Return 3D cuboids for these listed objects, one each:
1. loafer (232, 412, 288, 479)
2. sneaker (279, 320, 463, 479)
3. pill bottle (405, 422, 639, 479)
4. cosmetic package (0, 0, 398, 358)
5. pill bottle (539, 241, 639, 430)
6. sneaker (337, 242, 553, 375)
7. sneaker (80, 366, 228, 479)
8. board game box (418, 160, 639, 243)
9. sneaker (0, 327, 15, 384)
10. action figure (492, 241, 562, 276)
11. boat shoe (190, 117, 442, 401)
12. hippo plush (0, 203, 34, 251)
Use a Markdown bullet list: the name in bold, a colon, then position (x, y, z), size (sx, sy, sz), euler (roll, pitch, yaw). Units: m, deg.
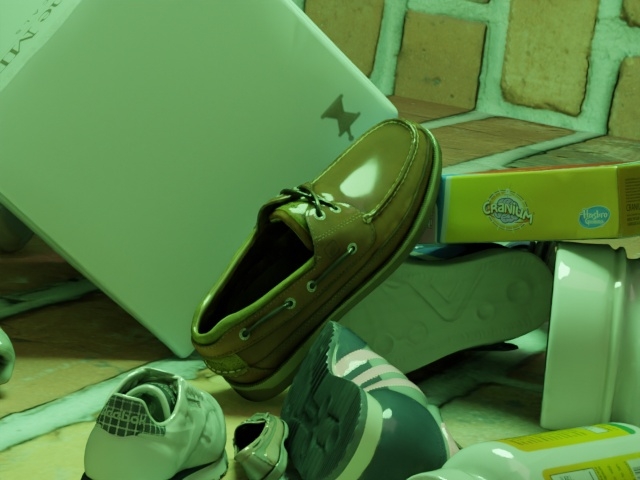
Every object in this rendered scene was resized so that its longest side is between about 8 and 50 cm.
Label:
- **loafer**: position (-0.052, 0.161, 1.598), size (0.039, 0.045, 0.125), euler (44, 7, -14)
- **sneaker**: position (0.046, 0.157, 1.624), size (0.131, 0.112, 0.319), euler (26, 9, -11)
- **pill bottle**: position (0.151, 0.196, 1.405), size (0.208, 0.118, 0.117), euler (-4, 16, -42)
- **cosmetic package**: position (-0.198, -0.145, 2.013), size (0.327, 0.329, 0.393), euler (44, -6, -26)
- **pill bottle**: position (0.383, 0.102, 1.760), size (0.361, 0.204, 0.204), euler (5, 12, 6)
- **sneaker**: position (0.058, 0.067, 2.004), size (0.322, 0.130, 0.236), euler (-7, 1, -18)
- **sneaker**: position (-0.121, 0.142, 1.555), size (0.090, 0.095, 0.235), euler (7, 10, 9)
- **board game box**: position (0.228, -0.038, 1.886), size (0.316, 0.064, 0.242), euler (-2, 3, 44)
- **sneaker**: position (-0.378, 0.086, 1.675), size (0.262, 0.099, 0.121), euler (-3, 20, -36)
- **action figure**: position (0.263, 0.048, 2.117), size (0.185, 0.099, 0.285), euler (45, -8, -30)
- **boat shoe**: position (0.000, 0.000, 1.793), size (0.110, 0.307, 0.104), euler (19, -22, 43)
- **hippo plush**: position (-0.380, -0.129, 2.333), size (0.236, 0.234, 0.294), euler (3, 25, 46)
